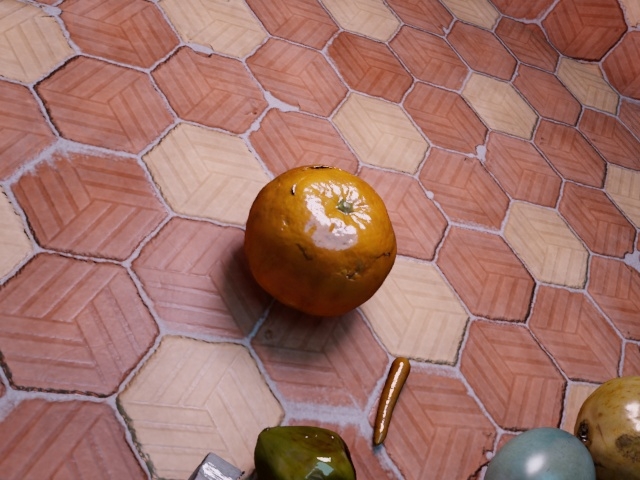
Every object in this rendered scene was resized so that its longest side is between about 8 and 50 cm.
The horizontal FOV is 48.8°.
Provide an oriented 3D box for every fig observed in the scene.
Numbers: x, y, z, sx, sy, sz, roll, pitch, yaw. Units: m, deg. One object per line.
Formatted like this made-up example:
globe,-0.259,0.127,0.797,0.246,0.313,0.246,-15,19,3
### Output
fig,-0.027,0.347,1.058,0.166,0.144,0.154,25,59,17

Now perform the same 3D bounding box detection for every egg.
egg,0.372,0.418,1.207,0.237,0.169,0.169,-29,72,-43

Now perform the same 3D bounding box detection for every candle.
candle,-0.179,0.379,0.952,0.068,0.192,0.168,36,89,2

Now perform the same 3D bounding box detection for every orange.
orange,0.000,0.000,1.292,0.284,0.226,0.283,15,54,-21

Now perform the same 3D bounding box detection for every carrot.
carrot,0.123,0.288,1.269,0.037,0.037,0.190,31,49,-4

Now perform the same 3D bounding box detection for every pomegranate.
pomegranate,0.598,0.382,1.320,0.261,0.260,0.260,16,49,-18
